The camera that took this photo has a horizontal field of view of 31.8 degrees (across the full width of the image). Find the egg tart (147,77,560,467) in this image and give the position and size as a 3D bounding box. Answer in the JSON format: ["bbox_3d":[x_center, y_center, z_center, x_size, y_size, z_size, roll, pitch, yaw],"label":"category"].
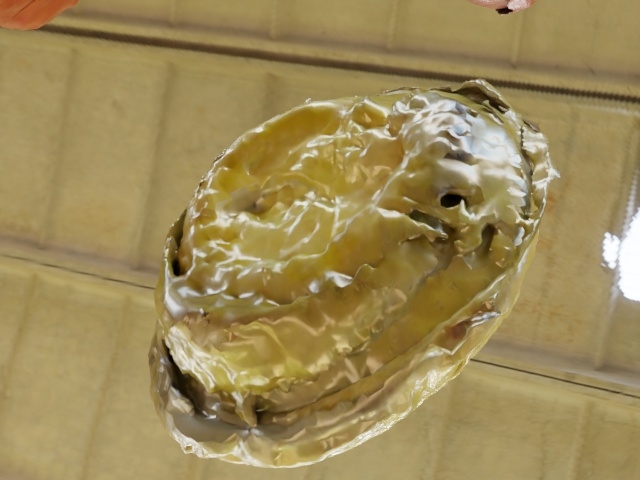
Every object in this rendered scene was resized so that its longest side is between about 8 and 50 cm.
[{"bbox_3d":[0.000,0.000,0.643,0.279,0.095,0.278,-25,-141,23],"label":"egg tart"}]

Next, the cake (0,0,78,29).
[{"bbox_3d":[-0.222,-0.295,0.606,0.319,0.269,0.270,44,-77,-2],"label":"cake"}]

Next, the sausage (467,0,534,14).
[{"bbox_3d":[0.091,-0.205,0.753,0.141,0.076,0.076,31,-84,-7],"label":"sausage"}]
